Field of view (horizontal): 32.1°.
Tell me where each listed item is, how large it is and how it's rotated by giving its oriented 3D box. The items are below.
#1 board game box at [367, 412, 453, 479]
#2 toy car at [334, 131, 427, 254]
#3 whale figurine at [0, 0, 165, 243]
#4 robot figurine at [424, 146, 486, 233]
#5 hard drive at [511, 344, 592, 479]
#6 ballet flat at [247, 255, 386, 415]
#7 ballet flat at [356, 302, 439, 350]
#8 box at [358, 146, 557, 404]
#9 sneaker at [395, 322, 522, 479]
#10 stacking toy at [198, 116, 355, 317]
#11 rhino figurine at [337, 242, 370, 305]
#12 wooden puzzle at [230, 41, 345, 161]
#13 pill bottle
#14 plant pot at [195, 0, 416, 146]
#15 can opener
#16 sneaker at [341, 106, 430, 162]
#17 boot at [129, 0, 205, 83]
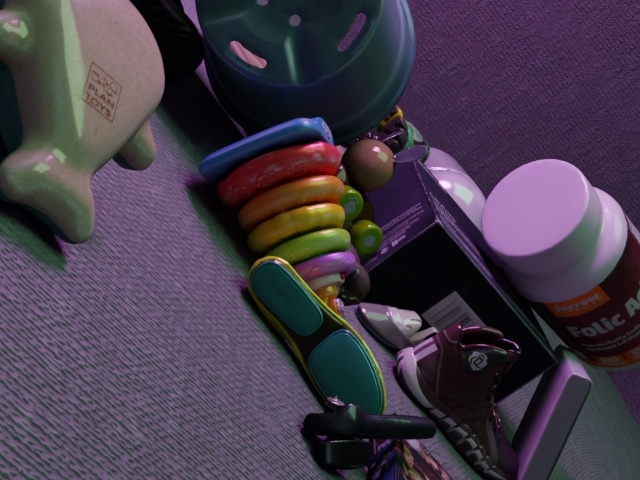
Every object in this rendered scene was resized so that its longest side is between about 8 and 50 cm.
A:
[{"bbox_3d":[0.118,0.311,1.235,0.165,0.042,0.243,50,13,-10],"label":"board game box"},{"bbox_3d":[0.074,-0.099,1.745,0.155,0.188,0.149,40,-14,50],"label":"toy car"},{"bbox_3d":[-0.244,-0.120,1.007,0.216,0.141,0.272,40,42,-43],"label":"whale figurine"},{"bbox_3d":[0.214,-0.064,2.192,0.300,0.200,0.353,6,19,-9],"label":"robot figurine"},{"bbox_3d":[0.366,0.284,1.791,0.040,0.203,0.307,24,6,6],"label":"hard drive"},{"bbox_3d":[-0.001,0.114,1.295,0.231,0.077,0.077,52,-4,6],"label":"ballet flat"},{"bbox_3d":[0.138,0.143,1.700,0.213,0.068,0.072,43,16,-34],"label":"ballet flat"},{"bbox_3d":[0.203,0.067,1.885,0.343,0.179,0.312,48,15,-22],"label":"box"},{"bbox_3d":[0.251,0.231,1.641,0.281,0.162,0.106,47,14,-24],"label":"sneaker"},{"bbox_3d":[-0.020,0.011,1.393,0.175,0.165,0.302,39,30,-76],"label":"stacking toy"},{"bbox_3d":[0.000,0.000,1.592,0.106,0.073,0.243,52,6,-47],"label":"rhino figurine"},{"bbox_3d":[-0.081,-0.250,1.992,0.322,0.080,0.348,30,30,-58],"label":"wooden puzzle"},{"bbox_3d":[0.446,0.045,1.895,0.392,0.224,0.224,42,17,-41],"label":"pill bottle"},{"bbox_3d":[-0.031,-0.318,1.610,0.341,0.341,0.334,53,3,4],"label":"plant pot"},{"bbox_3d":[0.054,0.205,1.208,0.186,0.059,0.073,6,88,-48],"label":"can opener"},{"bbox_3d":[0.078,-0.218,2.184,0.146,0.134,0.343,36,2,-42],"label":"sneaker"},{"bbox_3d":[-0.291,-0.385,1.465,0.348,0.131,0.260,52,14,-56],"label":"boot"}]
